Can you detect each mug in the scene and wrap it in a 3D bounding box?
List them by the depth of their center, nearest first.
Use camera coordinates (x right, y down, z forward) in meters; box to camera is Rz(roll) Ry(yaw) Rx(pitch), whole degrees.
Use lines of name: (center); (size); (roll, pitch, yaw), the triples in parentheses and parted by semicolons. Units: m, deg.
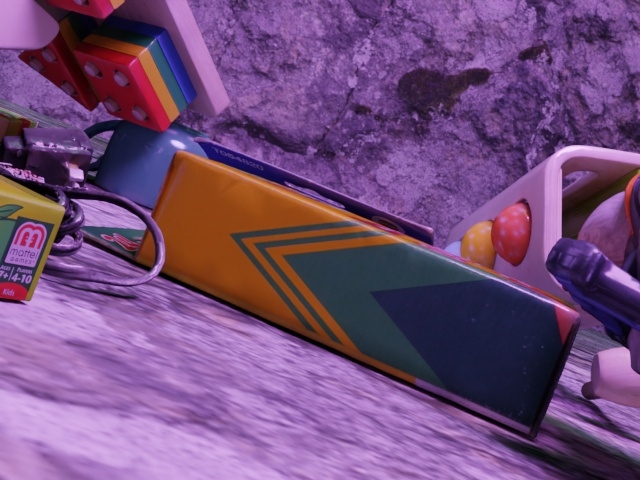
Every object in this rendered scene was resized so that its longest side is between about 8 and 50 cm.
mug: (-0.189, -0.092, 1.091); (0.157, 0.097, 0.129); (21, 3, -28)

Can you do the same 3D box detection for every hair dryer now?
hair dryer: (-0.230, -0.070, 0.507); (0.293, 0.080, 0.223); (15, 11, -28)

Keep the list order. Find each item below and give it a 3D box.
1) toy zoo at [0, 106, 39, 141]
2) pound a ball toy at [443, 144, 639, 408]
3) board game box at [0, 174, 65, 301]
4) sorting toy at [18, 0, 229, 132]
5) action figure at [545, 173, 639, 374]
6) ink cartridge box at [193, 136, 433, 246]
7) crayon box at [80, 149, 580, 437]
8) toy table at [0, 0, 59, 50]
toy zoo: (-0.463, -0.170, 1.195); (0.192, 0.030, 0.293); (21, 3, -11)
pound a ball toy: (0.196, 0.047, 0.867); (0.135, 0.208, 0.319); (7, -13, -8)
board game box: (-0.189, -0.023, 0.337); (0.092, 0.043, 0.181); (23, 3, 30)
sorting toy: (-0.252, -0.238, 1.010); (0.255, 0.089, 0.257); (22, -31, 34)
action figure: (0.300, 0.038, 0.551); (0.330, 0.178, 0.341); (12, -17, 43)
ink cartridge box: (0.000, 0.000, 0.878); (0.223, 0.045, 0.224); (23, -11, 15)
crayon box: (0.015, 0.022, 0.673); (0.318, 0.081, 0.202); (22, 3, 13)
toy table: (-0.385, -0.226, 0.880); (0.274, 0.161, 0.252); (19, -23, 49)
